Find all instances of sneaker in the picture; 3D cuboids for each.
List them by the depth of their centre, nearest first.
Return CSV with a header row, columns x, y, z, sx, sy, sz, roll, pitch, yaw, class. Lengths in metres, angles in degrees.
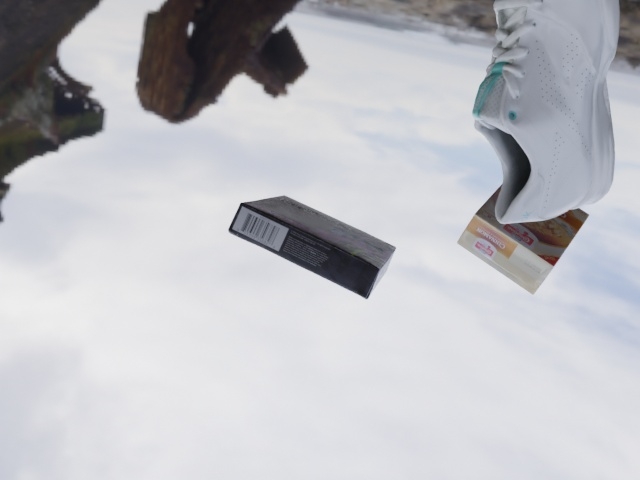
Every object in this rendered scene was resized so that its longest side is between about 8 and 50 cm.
x,y,z,sx,sy,sz,roll,pitch,yaw,class
0.133,-0.110,0.572,0.094,0.212,0.080,-21,-159,-21,sneaker

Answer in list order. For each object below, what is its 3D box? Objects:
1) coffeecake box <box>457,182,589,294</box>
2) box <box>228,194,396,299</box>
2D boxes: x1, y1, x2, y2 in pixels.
x,y,z,sx,sy,sz,roll,pitch,yaw,class
0.322,-0.018,1.410,0.142,0.068,0.185,35,-139,12,coffeecake box
0.000,0.000,0.727,0.116,0.029,0.162,25,-173,6,box
